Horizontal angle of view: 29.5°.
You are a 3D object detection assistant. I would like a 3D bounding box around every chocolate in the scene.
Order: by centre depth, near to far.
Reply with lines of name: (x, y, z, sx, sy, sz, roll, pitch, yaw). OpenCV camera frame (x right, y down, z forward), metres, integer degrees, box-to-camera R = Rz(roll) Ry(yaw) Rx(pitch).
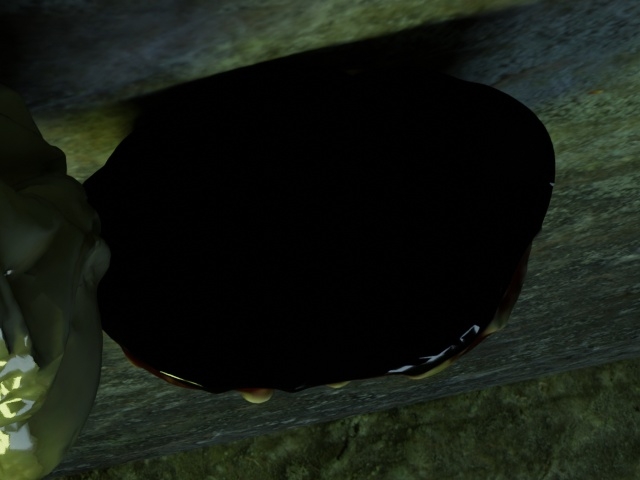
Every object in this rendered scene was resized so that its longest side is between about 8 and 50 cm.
chocolate: (0.000, 0.000, 0.911, 0.340, 0.225, 0.210, -10, 174, 4)

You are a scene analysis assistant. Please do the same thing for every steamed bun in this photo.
steamed bun: (-0.275, 0.002, 0.690, 0.324, 0.219, 0.309, 14, 145, -7)
